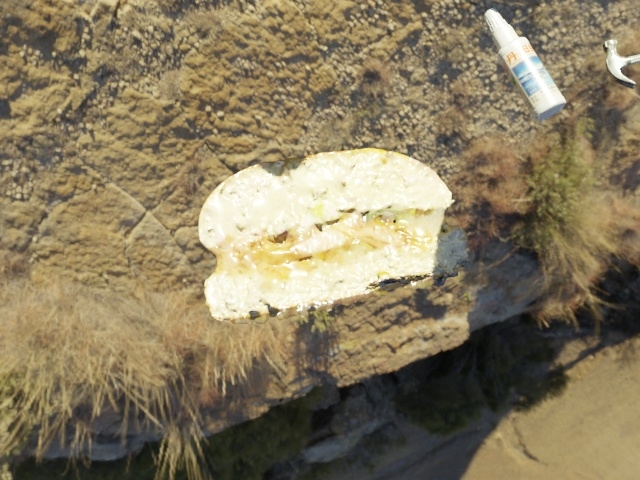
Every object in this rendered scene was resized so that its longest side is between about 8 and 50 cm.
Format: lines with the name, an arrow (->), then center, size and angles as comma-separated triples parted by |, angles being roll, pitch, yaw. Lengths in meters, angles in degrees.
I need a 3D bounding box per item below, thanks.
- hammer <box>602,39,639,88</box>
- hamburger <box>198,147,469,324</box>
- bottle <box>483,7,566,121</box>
hammer -> 0.682, -0.363, 1.034 | 0.246, 0.103, 0.029 | -10, 171, 21
hamburger -> 0.000, 0.000, 0.974 | 0.444, 0.269, 0.287 | -12, 171, -14
bottle -> 0.347, -0.312, 0.948 | 0.060, 0.217, 0.060 | -25, 166, -7
